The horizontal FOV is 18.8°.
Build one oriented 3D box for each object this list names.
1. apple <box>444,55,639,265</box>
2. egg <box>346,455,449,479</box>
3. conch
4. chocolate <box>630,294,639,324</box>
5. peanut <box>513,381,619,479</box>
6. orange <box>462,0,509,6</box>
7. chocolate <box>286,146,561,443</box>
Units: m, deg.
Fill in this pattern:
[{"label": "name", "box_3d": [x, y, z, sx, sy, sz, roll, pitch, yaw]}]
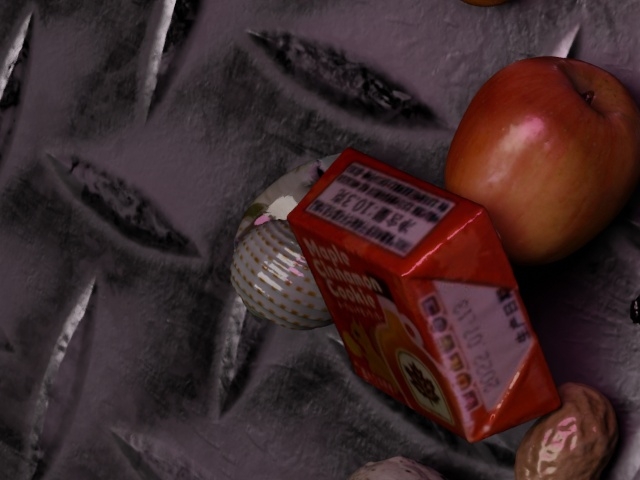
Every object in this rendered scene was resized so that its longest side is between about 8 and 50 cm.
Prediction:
[{"label": "apple", "box_3d": [0.203, -0.069, 1.765, 0.199, 0.199, 0.199, -1, 88, 41]}, {"label": "egg", "box_3d": [0.089, 0.279, 1.888, 0.164, 0.131, 0.131, 10, 95, 27]}, {"label": "conch", "box_3d": [0.003, 0.009, 1.963, 0.200, 0.172, 0.131, -27, 112, 12]}, {"label": "chocolate", "box_3d": [0.331, 0.016, 1.739, 0.072, 0.070, 0.147, 22, 114, 29]}, {"label": "peanut", "box_3d": [0.231, 0.245, 1.793, 0.104, 0.086, 0.227, -4, 85, 14]}, {"label": "orange", "box_3d": [0.161, -0.265, 1.872, 0.085, 0.085, 0.085, -1, 88, 41]}, {"label": "chocolate", "box_3d": [0.090, 0.054, 1.800, 0.237, 0.108, 0.234, 30, 148, 55]}]
